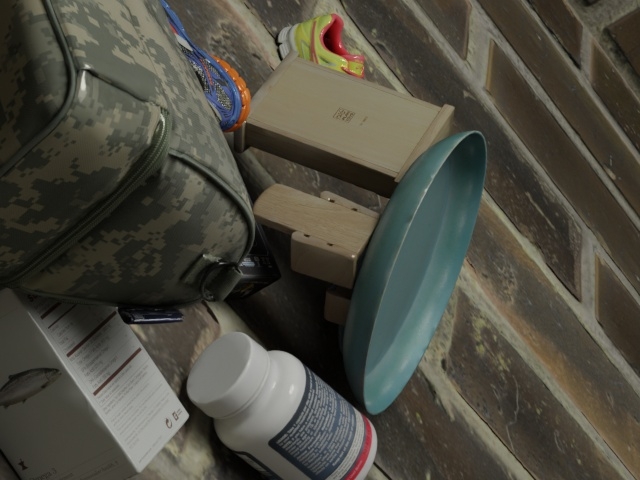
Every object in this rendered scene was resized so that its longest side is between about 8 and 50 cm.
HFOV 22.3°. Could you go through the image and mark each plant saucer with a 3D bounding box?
[{"bbox_3d":[0.095,0.029,1.713,0.043,0.318,0.317,21,21,15],"label":"plant saucer"}]

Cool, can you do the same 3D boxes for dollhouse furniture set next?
[{"bbox_3d":[0.000,0.000,1.801,0.286,0.198,0.303,-55,158,-40],"label":"dollhouse furniture set"}]

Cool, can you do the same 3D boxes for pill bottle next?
[{"bbox_3d":[-0.039,0.168,1.556,0.180,0.108,0.108,43,31,-33],"label":"pill bottle"}]

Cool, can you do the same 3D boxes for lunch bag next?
[{"bbox_3d":[-0.192,-0.101,1.254,0.256,0.212,0.305,22,34,-46],"label":"lunch bag"}]

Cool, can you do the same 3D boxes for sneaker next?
[{"bbox_3d":[-0.169,-0.189,1.651,0.221,0.083,0.087,37,22,8],"label":"sneaker"},{"bbox_3d":[0.020,-0.193,2.044,0.081,0.094,0.208,1,65,-63],"label":"sneaker"}]

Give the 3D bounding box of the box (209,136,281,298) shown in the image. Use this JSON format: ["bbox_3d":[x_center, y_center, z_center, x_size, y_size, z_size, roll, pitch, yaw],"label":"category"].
[{"bbox_3d":[-0.150,-0.034,1.619,0.231,0.056,0.183,4,60,-61],"label":"box"}]

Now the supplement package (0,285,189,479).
[{"bbox_3d":[-0.210,0.110,1.308,0.179,0.105,0.105,56,28,-8],"label":"supplement package"}]
